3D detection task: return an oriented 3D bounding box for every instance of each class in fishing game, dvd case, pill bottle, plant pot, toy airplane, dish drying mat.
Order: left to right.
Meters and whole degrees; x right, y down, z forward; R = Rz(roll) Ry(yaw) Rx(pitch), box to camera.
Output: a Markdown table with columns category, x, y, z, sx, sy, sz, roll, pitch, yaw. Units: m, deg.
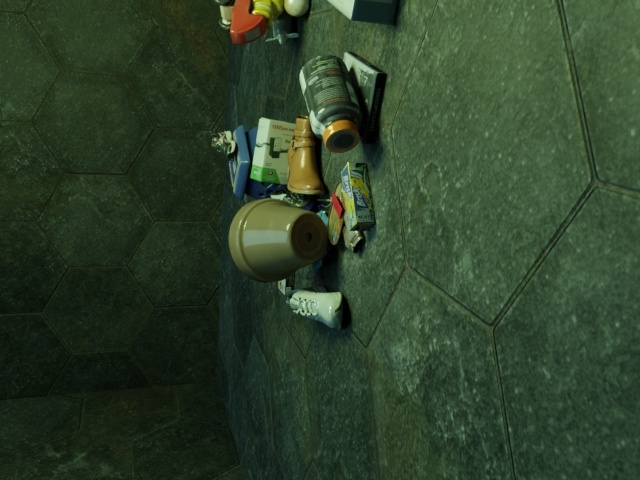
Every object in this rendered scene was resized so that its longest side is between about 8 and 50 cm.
| category | x | y | z | sx | sy | sz | roll | pitch | yaw |
| --- | --- | --- | --- | --- | --- | --- | --- | --- | --- |
| plant pot | -0.223 | -0.290 | 2.243 | 0.236 | 0.212 | 0.236 | 111 | 153 | -49 |
| toy airplane | -0.151 | -0.844 | 2.011 | 0.386 | 0.272 | 0.385 | -45 | -22 | -63 |
| plant pot | -0.102 | -0.003 | 1.777 | 0.229 | 0.263 | 0.263 | -3 | 87 | 49 |
| fishing game | 0.000 | 0.000 | 1.850 | 0.189 | 0.041 | 0.264 | -179 | 96 | -72 |
| pill bottle | 0.030 | -0.336 | 1.500 | 0.130 | 0.130 | 0.246 | 114 | 150 | -52 |
| dish drying mat | 0.046 | -0.095 | 1.639 | 0.083 | 0.008 | 0.032 | -113 | 28 | -48 |
| dvd case | 0.098 | -0.372 | 1.547 | 0.239 | 0.029 | 0.179 | -120 | 33 | -57 |

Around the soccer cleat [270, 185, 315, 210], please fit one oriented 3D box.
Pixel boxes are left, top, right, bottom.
| category | x | y | z | sx | sy | sz | roll | pitch | yaw |
| --- | --- | --- | --- | --- | --- | --- | --- | --- | --- |
| soccer cleat | -0.083 | -0.113 | 2.030 | 0.318 | 0.108 | 0.117 | 23 | 134 | 68 |

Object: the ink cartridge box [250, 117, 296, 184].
| category | x | y | z | sx | sy | sz | roll | pitch | yaw |
| --- | --- | --- | --- | --- | --- | --- | --- | --- | --- |
| ink cartridge box | -0.141 | -0.301 | 2.038 | 0.087 | 0.153 | 0.209 | 25 | 109 | 57 |

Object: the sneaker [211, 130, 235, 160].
| category | x | y | z | sx | sy | sz | roll | pitch | yaw |
| --- | --- | --- | --- | --- | --- | --- | --- | --- | --- |
| sneaker | -0.356 | -0.341 | 2.181 | 0.178 | 0.077 | 0.072 | -120 | 32 | -55 |

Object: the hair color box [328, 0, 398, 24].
| category | x | y | z | sx | sy | sz | roll | pitch | yaw |
| --- | --- | --- | --- | --- | --- | --- | --- | --- | --- |
| hair color box | 0.081 | -0.669 | 1.454 | 0.374 | 0.113 | 0.185 | -117 | 32 | -52 |

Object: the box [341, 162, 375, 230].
| category | x | y | z | sx | sy | sz | roll | pitch | yaw |
| --- | --- | --- | --- | --- | --- | --- | --- | --- | --- |
| box | 0.095 | -0.111 | 1.527 | 0.059 | 0.054 | 0.169 | 131 | 135 | -64 |

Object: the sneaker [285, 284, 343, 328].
| category | x | y | z | sx | sy | sz | roll | pitch | yaw |
| --- | --- | --- | --- | --- | --- | --- | --- | --- | --- |
| sneaker | -0.017 | 0.197 | 1.762 | 0.297 | 0.129 | 0.111 | -176 | 87 | -71 |

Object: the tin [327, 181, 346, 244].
| category | x | y | z | sx | sy | sz | roll | pitch | yaw |
| --- | --- | --- | --- | --- | --- | --- | --- | --- | --- |
| tin | 0.060 | -0.075 | 1.667 | 0.106 | 0.040 | 0.190 | -117 | 32 | -46 |

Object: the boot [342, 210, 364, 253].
| category | x | y | z | sx | sy | sz | roll | pitch | yaw |
| --- | --- | --- | --- | --- | --- | --- | --- | --- | --- |
| boot | 0.091 | -0.029 | 1.575 | 0.087 | 0.042 | 0.119 | -119 | 31 | -44 |

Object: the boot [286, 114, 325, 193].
| category | x | y | z | sx | sy | sz | roll | pitch | yaw |
| --- | --- | --- | --- | --- | --- | --- | --- | --- | --- |
| boot | -0.038 | -0.269 | 1.886 | 0.283 | 0.109 | 0.220 | -115 | 33 | -66 |

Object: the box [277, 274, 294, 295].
| category | x | y | z | sx | sy | sz | roll | pitch | yaw |
| --- | --- | --- | --- | --- | --- | --- | --- | --- | --- |
| box | -0.127 | 0.090 | 2.242 | 0.114 | 0.036 | 0.207 | -146 | 57 | -69 |
